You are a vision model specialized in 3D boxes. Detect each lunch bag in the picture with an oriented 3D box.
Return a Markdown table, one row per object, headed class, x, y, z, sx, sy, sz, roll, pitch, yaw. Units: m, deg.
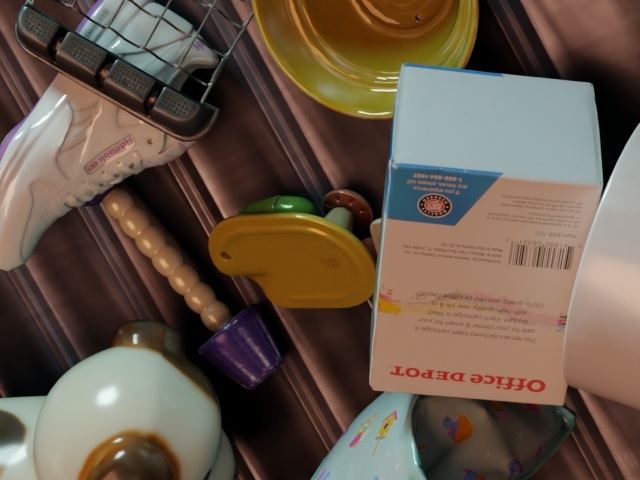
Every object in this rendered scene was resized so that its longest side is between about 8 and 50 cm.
| class | x | y | z | sx | sy | sz | roll | pitch | yaw |
| --- | --- | --- | --- | --- | --- | --- | --- | --- | --- |
| lunch bag | 0.086 | 0.226 | 1.641 | 0.160 | 0.262 | 0.223 | 49 | 124 | 1 |

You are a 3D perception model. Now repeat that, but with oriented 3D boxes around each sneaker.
| class | x | y | z | sx | sy | sz | roll | pitch | yaw |
| --- | --- | --- | --- | --- | --- | --- | --- | --- | --- |
| sneaker | -0.214 | -0.090 | 1.700 | 0.152 | 0.114 | 0.305 | 32 | 95 | 2 |

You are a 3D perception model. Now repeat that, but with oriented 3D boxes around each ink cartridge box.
| class | x | y | z | sx | sy | sz | roll | pitch | yaw |
| --- | --- | --- | --- | --- | --- | --- | --- | --- | --- |
| ink cartridge box | 0.135 | -0.003 | 1.502 | 0.171 | 0.168 | 0.232 | 6 | 125 | 1 |

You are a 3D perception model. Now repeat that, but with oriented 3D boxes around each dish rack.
| class | x | y | z | sx | sy | sz | roll | pitch | yaw |
| --- | --- | --- | --- | --- | --- | --- | --- | --- | --- |
| dish rack | -0.137 | -0.251 | 1.619 | 0.208 | 0.074 | 0.271 | 30 | 91 | 0 |

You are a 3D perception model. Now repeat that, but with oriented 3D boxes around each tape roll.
| class | x | y | z | sx | sy | sz | roll | pitch | yaw |
| --- | --- | --- | --- | --- | --- | --- | --- | --- | --- |
| tape roll | 0.317 | 0.030 | 1.440 | 0.169 | 0.246 | 0.246 | 18 | 119 | 19 |

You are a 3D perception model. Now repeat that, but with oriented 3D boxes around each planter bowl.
| class | x | y | z | sx | sy | sz | roll | pitch | yaw |
| --- | --- | --- | --- | --- | --- | --- | --- | --- | --- |
| planter bowl | 0.054 | -0.223 | 1.560 | 0.217 | 0.090 | 0.217 | 12 | 117 | 23 |

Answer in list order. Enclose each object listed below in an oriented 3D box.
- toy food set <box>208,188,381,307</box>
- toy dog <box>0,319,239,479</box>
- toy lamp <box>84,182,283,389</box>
| class | x | y | z | sx | sy | sz | roll | pitch | yaw |
| --- | --- | --- | --- | --- | --- | --- | --- | --- | --- |
| toy food set | 0.000 | 0.000 | 1.711 | 0.218 | 0.071 | 0.128 | 0 | 135 | 30 |
| toy dog | -0.270 | 0.235 | 1.809 | 0.408 | 0.284 | 0.395 | -24 | 120 | 28 |
| toy lamp | -0.144 | 0.035 | 1.790 | 0.274 | 0.080 | 0.080 | 47 | 125 | 2 |
